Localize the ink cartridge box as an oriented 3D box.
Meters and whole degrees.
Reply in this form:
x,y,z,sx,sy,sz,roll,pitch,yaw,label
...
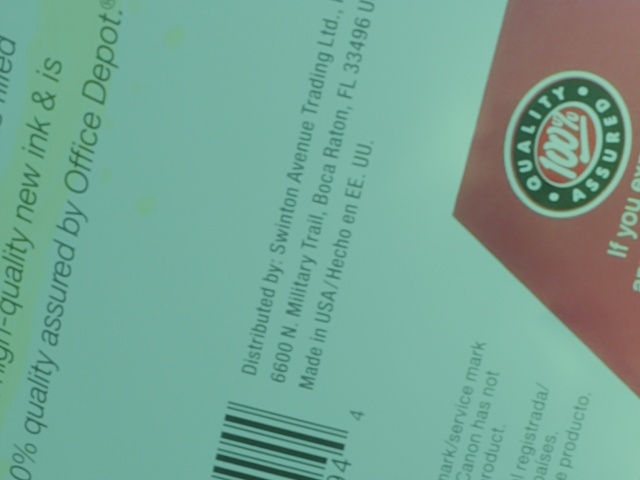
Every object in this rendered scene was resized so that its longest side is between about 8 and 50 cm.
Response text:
x,y,z,sx,sy,sz,roll,pitch,yaw,label
-0.068,-0.013,0.594,0.385,0.160,0.279,15,106,2,ink cartridge box
